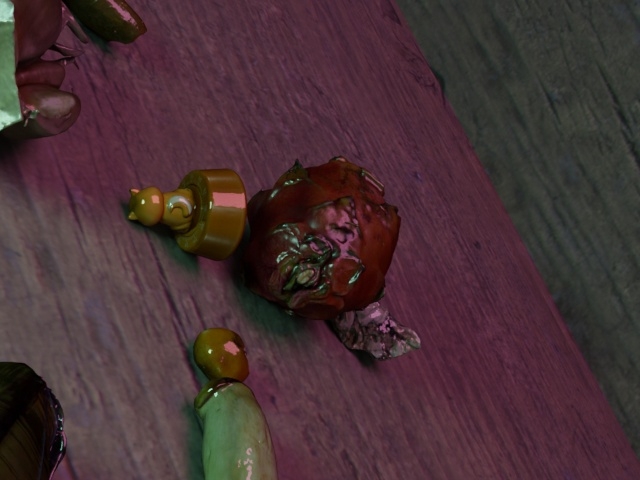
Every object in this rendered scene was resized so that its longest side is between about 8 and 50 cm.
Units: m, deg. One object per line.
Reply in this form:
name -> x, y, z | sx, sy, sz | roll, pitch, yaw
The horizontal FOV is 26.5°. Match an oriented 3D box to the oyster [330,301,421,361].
oyster -> 0.034, 0.091, 2.241 | 0.199, 0.087, 0.252 | 22, 28, -57

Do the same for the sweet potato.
sweet potato -> -0.365, -0.385, 2.040 | 0.243, 0.077, 0.077 | 45, 23, -13

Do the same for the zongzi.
zongzi -> -0.285, 0.280, 1.214 | 0.286, 0.138, 0.300 | -63, 132, -74

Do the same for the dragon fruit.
dragon fruit -> 0.001, -0.003, 2.084 | 0.250, 0.250, 0.315 | 41, 40, -36

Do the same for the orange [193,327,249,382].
orange -> -0.128, 0.153, 1.796 | 0.086, 0.062, 0.086 | 42, 27, -27

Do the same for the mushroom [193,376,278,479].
mushroom -> -0.091, 0.310, 1.627 | 0.107, 0.087, 0.333 | 38, 30, -41

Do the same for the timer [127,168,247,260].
timer -> -0.198, -0.043, 1.884 | 0.152, 0.132, 0.132 | 7, 49, -33

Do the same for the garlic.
garlic -> -0.366, -0.240, 1.634 | 0.237, 0.210, 0.292 | 42, 20, -15
